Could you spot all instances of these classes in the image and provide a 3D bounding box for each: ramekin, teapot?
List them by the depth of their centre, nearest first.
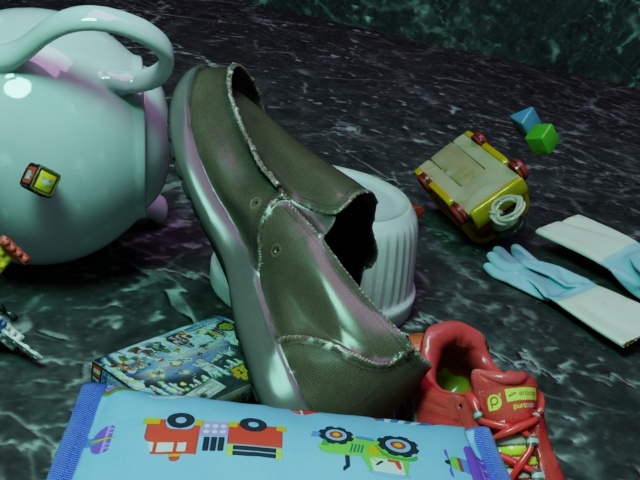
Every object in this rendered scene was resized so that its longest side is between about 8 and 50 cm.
[{"bbox_3d":[-0.216,-0.098,0.823,0.187,0.252,0.256,-2,20,-10],"label":"teapot"},{"bbox_3d":[0.000,0.000,0.875,0.207,0.109,0.207,9,23,-4],"label":"ramekin"}]

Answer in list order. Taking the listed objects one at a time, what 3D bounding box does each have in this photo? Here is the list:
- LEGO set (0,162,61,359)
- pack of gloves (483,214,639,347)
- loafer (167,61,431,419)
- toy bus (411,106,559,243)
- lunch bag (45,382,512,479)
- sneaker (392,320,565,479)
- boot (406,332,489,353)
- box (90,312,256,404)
[{"bbox_3d":[-0.295,0.010,0.630,0.244,0.182,0.060,-10,17,-41],"label":"LEGO set"},{"bbox_3d":[0.311,0.052,0.998,0.195,0.046,0.232,-18,31,-28],"label":"pack of gloves"},{"bbox_3d":[-0.014,-0.006,0.697,0.130,0.134,0.366,-27,60,7],"label":"loafer"},{"bbox_3d":[0.203,-0.050,1.087,0.191,0.104,0.202,-8,42,40],"label":"toy bus"},{"bbox_3d":[-0.017,0.179,0.345,0.221,0.138,0.293,8,11,-5],"label":"lunch bag"},{"bbox_3d":[0.112,0.144,0.571,0.107,0.118,0.279,2,24,-18],"label":"sneaker"},{"bbox_3d":[0.067,0.097,0.747,0.158,0.059,0.084,-6,23,-31],"label":"boot"},{"bbox_3d":[-0.096,0.104,0.695,0.094,0.027,0.137,26,27,31],"label":"box"}]
